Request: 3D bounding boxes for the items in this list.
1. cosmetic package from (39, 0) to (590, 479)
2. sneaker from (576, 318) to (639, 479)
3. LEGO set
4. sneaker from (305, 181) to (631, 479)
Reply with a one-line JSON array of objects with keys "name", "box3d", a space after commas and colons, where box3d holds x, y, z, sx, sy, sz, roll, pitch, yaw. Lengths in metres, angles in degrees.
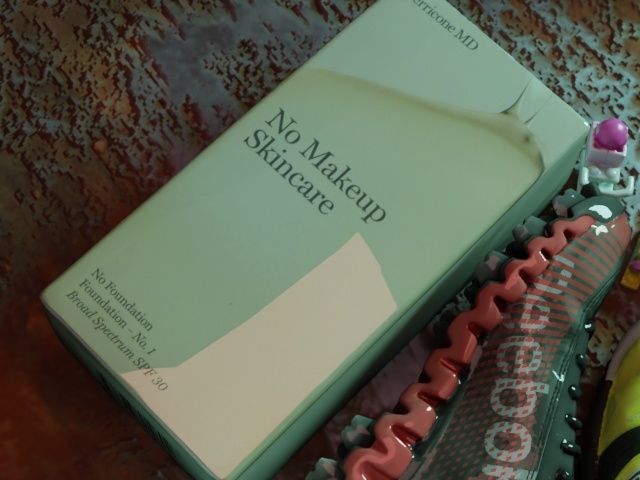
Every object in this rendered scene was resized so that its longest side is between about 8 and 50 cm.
[{"name": "cosmetic package", "box3d": [0.000, 0.000, 0.816, 0.160, 0.113, 0.309, 42, 74, 14]}, {"name": "sneaker", "box3d": [0.217, 0.187, 0.705, 0.145, 0.147, 0.384, 14, 55, -4]}, {"name": "LEGO set", "box3d": [0.306, -0.013, 0.832, 0.287, 0.107, 0.132, 3, 69, 0]}, {"name": "sneaker", "box3d": [0.114, 0.095, 0.785, 0.135, 0.097, 0.276, 37, 79, 10]}]
